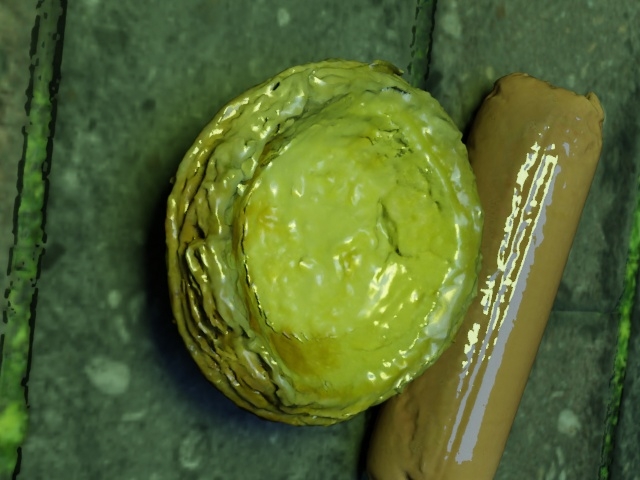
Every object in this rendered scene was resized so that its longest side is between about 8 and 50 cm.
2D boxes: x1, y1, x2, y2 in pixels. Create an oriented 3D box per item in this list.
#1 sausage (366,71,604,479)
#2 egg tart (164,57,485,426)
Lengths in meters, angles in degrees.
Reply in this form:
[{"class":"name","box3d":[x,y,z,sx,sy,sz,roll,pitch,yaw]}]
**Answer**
[{"class":"sausage","box3d":[0.107,0.031,0.699,0.086,0.086,0.289,24,82,-38]},{"class":"egg tart","box3d":[-0.002,-0.001,0.609,0.213,0.090,0.212,-9,105,-37]}]
